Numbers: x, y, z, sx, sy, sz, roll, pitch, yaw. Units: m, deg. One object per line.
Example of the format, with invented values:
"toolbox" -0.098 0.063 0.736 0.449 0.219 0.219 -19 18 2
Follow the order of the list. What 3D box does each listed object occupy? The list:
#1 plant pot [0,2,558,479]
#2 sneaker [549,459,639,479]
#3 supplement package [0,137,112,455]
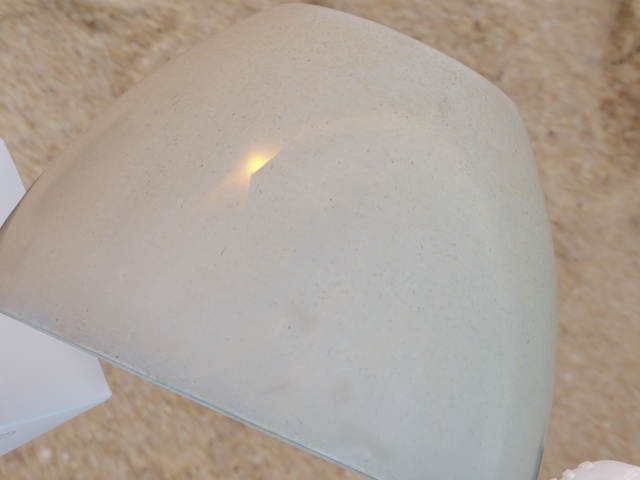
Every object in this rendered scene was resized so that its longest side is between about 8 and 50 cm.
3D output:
"plant pot" 0.000 0.000 0.907 0.284 0.284 0.191 28 83 -25
"sneaker" 0.149 0.190 1.175 0.235 0.095 0.090 -7 149 5
"supplement package" -0.304 0.082 1.089 0.293 0.177 0.175 -29 81 28
